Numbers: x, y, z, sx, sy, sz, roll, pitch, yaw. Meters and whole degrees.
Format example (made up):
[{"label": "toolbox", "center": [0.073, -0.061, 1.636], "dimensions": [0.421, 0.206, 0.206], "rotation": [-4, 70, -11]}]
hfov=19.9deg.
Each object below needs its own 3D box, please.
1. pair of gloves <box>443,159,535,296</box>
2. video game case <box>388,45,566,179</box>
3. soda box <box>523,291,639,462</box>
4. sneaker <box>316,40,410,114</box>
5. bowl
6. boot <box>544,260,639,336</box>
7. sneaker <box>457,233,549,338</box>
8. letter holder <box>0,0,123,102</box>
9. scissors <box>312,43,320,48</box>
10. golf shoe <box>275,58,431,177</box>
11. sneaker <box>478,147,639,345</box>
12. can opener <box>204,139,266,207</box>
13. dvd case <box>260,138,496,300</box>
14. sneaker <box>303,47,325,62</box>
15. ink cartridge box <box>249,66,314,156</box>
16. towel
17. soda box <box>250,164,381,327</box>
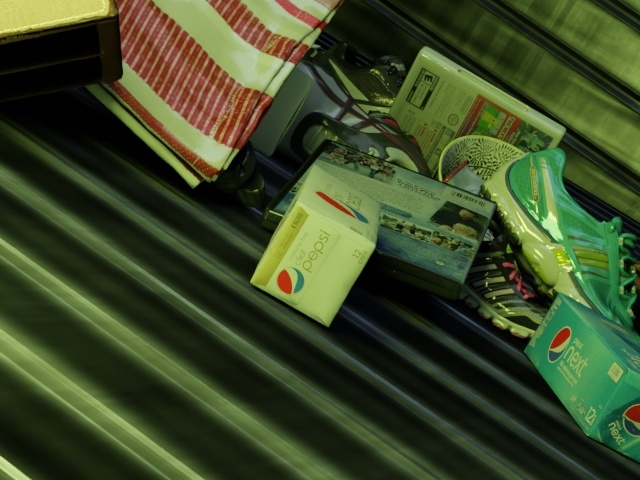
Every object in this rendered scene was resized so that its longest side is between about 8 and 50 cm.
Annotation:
[{"label": "pair of gloves", "center": [0.175, -0.002, 1.862], "dimensions": [0.159, 0.023, 0.198], "rotation": [39, 40, 5]}, {"label": "video game case", "center": [0.156, -0.099, 2.054], "dimensions": [0.183, 0.201, 0.023], "rotation": [31, 42, 5]}, {"label": "soda box", "center": [0.245, 0.117, 1.569], "dimensions": [0.071, 0.067, 0.210], "rotation": [28, 11, -15]}, {"label": "sneaker", "center": [0.094, -0.155, 2.287], "dimensions": [0.276, 0.135, 0.097], "rotation": [34, 9, 16]}, {"label": "bowl", "center": [0.181, -0.023, 1.964], "dimensions": [0.170, 0.080, 0.170], "rotation": [19, 46, -21]}, {"label": "boot", "center": [0.374, 0.095, 1.962], "dimensions": [0.283, 0.109, 0.220], "rotation": [20, 12, 11]}, {"label": "sneaker", "center": [0.171, 0.034, 1.737], "dimensions": [0.170, 0.075, 0.063], "rotation": [34, 10, 19]}, {"label": "letter holder", "center": [-0.283, -0.262, 1.358], "dimensions": [0.214, 0.302, 0.152], "rotation": [-12, -11, -7]}, {"label": "scissors", "center": [-0.148, -0.297, 2.386], "dimensions": [0.297, 0.021, 0.109], "rotation": [10, 16, -11]}, {"label": "golf shoe", "center": [0.017, -0.112, 1.953], "dimensions": [0.273, 0.105, 0.120], "rotation": [24, 19, -31]}, {"label": "sneaker", "center": [0.265, 0.029, 1.768], "dimensions": [0.275, 0.110, 0.107], "rotation": [57, -6, 11]}, {"label": "can opener", "center": [-0.120, -0.087, 1.597], "dimensions": [0.059, 0.073, 0.186], "rotation": [-30, 47, -33]}, {"label": "dvd case", "center": [0.059, -0.024, 1.645], "dimensions": [0.180, 0.022, 0.253], "rotation": [21, 20, 6]}, {"label": "sneaker", "center": [-0.066, -0.235, 2.429], "dimensions": [0.208, 0.081, 0.094], "rotation": [31, -9, 15]}, {"label": "ink cartridge box", "center": [-0.129, -0.176, 1.757], "dimensions": [0.158, 0.092, 0.218], "rotation": [32, -2, -33]}, {"label": "towel", "center": [-0.111, -0.220, 1.564], "dimensions": [0.237, 0.037, 0.329], "rotation": [43, 44, -12]}, {"label": "soda box", "center": [0.000, 0.000, 1.416], "dimensions": [0.069, 0.074, 0.216], "rotation": [30, 10, -3]}]
